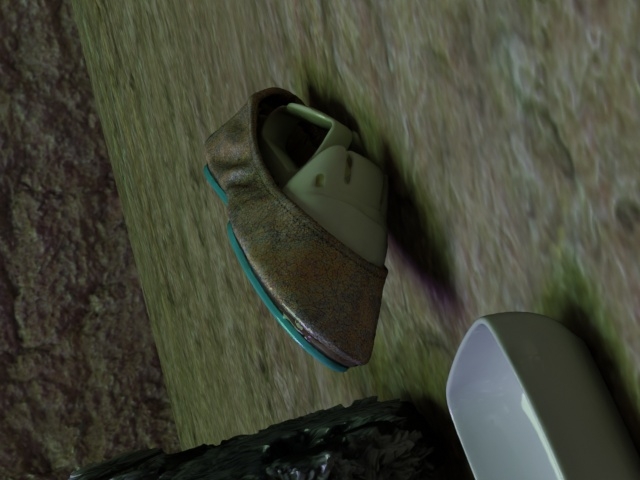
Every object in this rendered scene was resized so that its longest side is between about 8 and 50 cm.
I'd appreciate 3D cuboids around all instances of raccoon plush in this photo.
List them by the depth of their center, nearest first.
[{"bbox_3d":[-0.008,0.290,1.142,0.446,0.216,0.299,-12,97,66],"label":"raccoon plush"}]

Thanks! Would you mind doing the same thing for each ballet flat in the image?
[{"bbox_3d":[-0.011,-0.030,1.041,0.107,0.106,0.316,34,-168,-30],"label":"ballet flat"}]

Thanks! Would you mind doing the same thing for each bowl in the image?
[{"bbox_3d":[0.119,0.110,0.775,0.142,0.053,0.142,98,152,-65],"label":"bowl"}]
